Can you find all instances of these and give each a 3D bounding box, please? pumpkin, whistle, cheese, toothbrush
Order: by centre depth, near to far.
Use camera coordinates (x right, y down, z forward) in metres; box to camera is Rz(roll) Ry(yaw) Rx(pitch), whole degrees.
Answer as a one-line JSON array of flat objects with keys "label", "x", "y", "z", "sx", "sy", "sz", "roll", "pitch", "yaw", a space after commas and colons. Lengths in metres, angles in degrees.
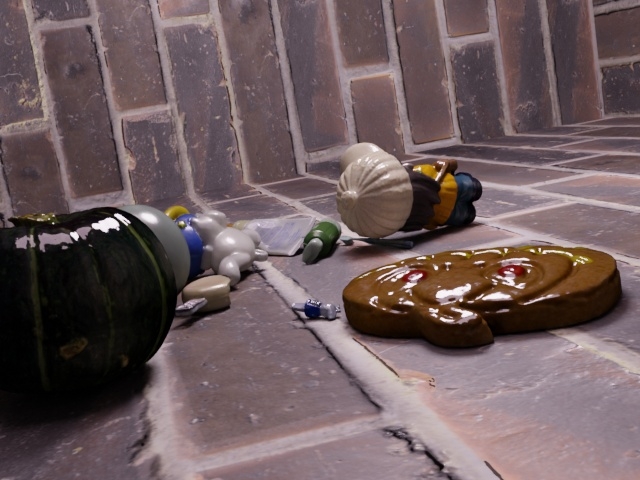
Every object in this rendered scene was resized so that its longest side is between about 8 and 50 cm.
[{"label": "pumpkin", "x": -0.355, "y": 0.081, "z": 1.156, "sx": 0.323, "sy": 0.241, "sz": 0.323, "roll": -7, "pitch": 10, "yaw": 1}, {"label": "whistle", "x": -0.008, "y": 0.107, "z": 1.311, "sx": 0.083, "sy": 0.029, "sz": 0.033, "roll": 5, "pitch": 31, "yaw": 30}, {"label": "cheese", "x": -0.197, "y": 0.099, "z": 1.471, "sx": 0.092, "sy": 0.047, "sz": 0.171, "roll": -12, "pitch": 9, "yaw": -1}, {"label": "toothbrush", "x": 0.116, "y": 0.004, "z": 1.805, "sx": 0.219, "sy": 0.019, "sz": 0.016, "roll": 3, "pitch": 51, "yaw": 51}]

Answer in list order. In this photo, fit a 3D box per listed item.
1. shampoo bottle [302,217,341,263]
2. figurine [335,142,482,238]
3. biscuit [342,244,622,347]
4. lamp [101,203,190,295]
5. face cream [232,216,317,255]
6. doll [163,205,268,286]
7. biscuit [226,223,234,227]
[{"label": "shampoo bottle", "x": 0.000, "y": 0.000, "z": 1.826, "sx": 0.065, "sy": 0.065, "sz": 0.204, "roll": -7, "pitch": 10, "yaw": 11}, {"label": "figurine", "x": 0.192, "y": -0.092, "z": 1.797, "sx": 0.332, "sy": 0.185, "sz": 0.204, "roll": 7, "pitch": 18, "yaw": -15}, {"label": "biscuit", "x": 0.219, "y": 0.064, "z": 1.209, "sx": 0.394, "sy": 0.070, "sz": 0.350, "roll": -6, "pitch": 10, "yaw": 16}, {"label": "lamp", "x": -0.332, "y": 0.024, "z": 1.528, "sx": 0.197, "sy": 0.198, "sz": 0.244, "roll": -13, "pitch": 19, "yaw": -18}, {"label": "face cream", "x": -0.109, "y": -0.009, "z": 1.947, "sx": 0.224, "sy": 0.070, "sz": 0.114, "roll": 3, "pitch": 50, "yaw": 43}, {"label": "doll", "x": -0.235, "y": -0.004, "z": 1.768, "sx": 0.242, "sy": 0.159, "sz": 0.311, "roll": -7, "pitch": 8, "yaw": 19}, {"label": "biscuit", "x": -0.280, "y": -0.018, "z": 2.269, "sx": 0.162, "sy": 0.035, "sz": 0.250, "roll": -3, "pitch": 8, "yaw": 13}]
